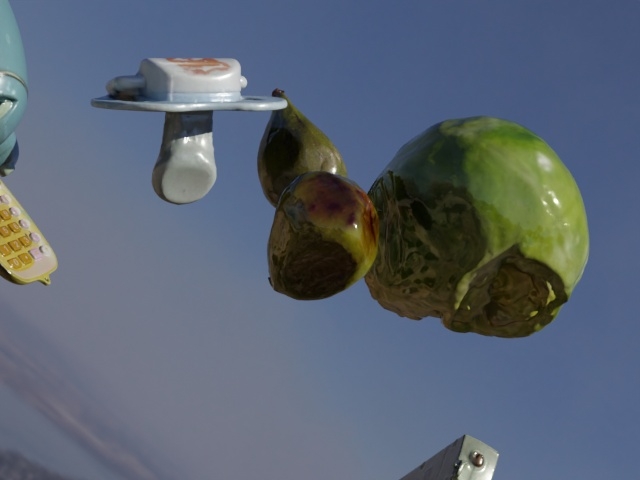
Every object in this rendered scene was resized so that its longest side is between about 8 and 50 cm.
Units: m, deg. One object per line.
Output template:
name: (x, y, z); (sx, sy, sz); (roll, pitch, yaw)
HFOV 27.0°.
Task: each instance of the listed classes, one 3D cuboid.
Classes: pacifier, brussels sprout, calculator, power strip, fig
pacifier: (-0.189, -0.154, 1.887); (0.279, 0.207, 0.227); (-3, 7, -25)
brussels sprout: (0.199, -0.010, 1.818); (0.344, 0.344, 0.268); (33, 22, 32)
calculator: (-0.394, -0.036, 1.541); (0.236, 0.033, 0.157); (50, 13, 0)
power strip: (0.128, 0.305, 1.583); (0.052, 0.078, 0.272); (29, -34, -6)
fig: (0.000, 0.000, 1.645); (0.144, 0.166, 0.154); (18, 14, -32)
fig: (-0.027, -0.130, 2.007); (0.133, 0.185, 0.126); (-22, -38, 30)

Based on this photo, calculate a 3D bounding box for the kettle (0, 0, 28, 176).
kettle: (-0.512, -0.244, 1.822); (0.342, 0.247, 0.319); (54, -11, 24)
